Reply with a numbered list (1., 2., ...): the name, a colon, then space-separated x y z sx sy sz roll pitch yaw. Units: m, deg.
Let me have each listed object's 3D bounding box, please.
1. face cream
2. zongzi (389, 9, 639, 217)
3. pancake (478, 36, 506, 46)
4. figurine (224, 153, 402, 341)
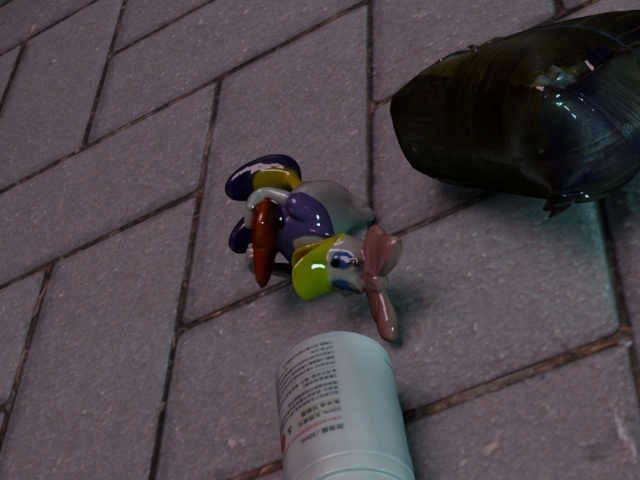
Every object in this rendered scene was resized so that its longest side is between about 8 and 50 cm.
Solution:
1. face cream: 0.034 0.272 1.346 0.145 0.145 0.370 -29 36 15
2. zongzi: 0.338 -0.210 1.614 0.432 0.208 0.403 -31 19 -21
3. pancake: 0.257 -0.270 1.878 0.108 0.017 0.108 -22 38 18
4. figurine: -0.006 -0.001 1.709 0.193 0.154 0.421 -6 23 -12
